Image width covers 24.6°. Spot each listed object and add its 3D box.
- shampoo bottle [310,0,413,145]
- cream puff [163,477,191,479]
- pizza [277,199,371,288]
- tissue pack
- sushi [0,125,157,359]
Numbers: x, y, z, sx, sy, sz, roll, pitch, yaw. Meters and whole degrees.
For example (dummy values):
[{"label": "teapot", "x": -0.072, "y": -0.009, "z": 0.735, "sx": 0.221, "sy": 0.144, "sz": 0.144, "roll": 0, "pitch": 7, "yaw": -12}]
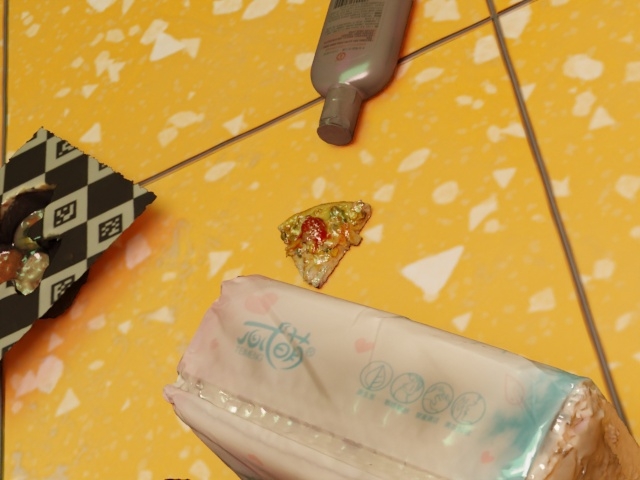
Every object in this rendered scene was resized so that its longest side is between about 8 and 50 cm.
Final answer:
[{"label": "shampoo bottle", "x": 0.030, "y": -0.155, "z": 1.243, "sx": 0.080, "sy": 0.040, "sz": 0.165, "roll": -4, "pitch": 56, "yaw": 29}, {"label": "cream puff", "x": -0.109, "y": 0.241, "z": 0.903, "sx": 0.239, "sy": 0.164, "sz": 0.239, "roll": -19, "pitch": 4, "yaw": 2}, {"label": "pizza", "x": 0.000, "y": -0.001, "z": 1.157, "sx": 0.083, "sy": 0.025, "sz": 0.078, "roll": -15, "pitch": 49, "yaw": 23}, {"label": "tissue pack", "x": 0.061, "y": 0.133, "z": 0.899, "sx": 0.271, "sy": 0.201, "sz": 0.124, "roll": 16, "pitch": 64, "yaw": 38}, {"label": "sushi", "x": -0.265, "y": 0.023, "z": 1.299, "sx": 0.231, "sy": 0.047, "sz": 0.220, "roll": -47, "pitch": 41, "yaw": -12}]
